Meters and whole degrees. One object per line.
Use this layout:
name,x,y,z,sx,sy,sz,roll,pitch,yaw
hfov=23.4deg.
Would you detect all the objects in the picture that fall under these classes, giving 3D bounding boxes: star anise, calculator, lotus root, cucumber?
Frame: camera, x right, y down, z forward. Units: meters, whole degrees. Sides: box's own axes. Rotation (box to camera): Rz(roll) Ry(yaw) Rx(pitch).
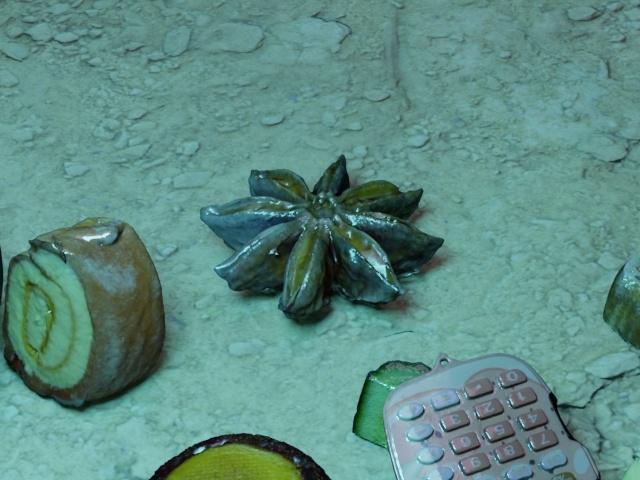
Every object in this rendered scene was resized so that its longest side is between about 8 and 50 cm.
star anise,-0.001,-0.001,2.047,0.331,0.117,0.332,4,36,-3
calculator,0.198,0.271,1.696,0.220,0.048,0.330,-16,65,-13
lotus root,0.426,0.074,1.960,0.112,0.081,0.122,-19,43,-28
cucumber,0.105,0.202,1.809,0.116,0.115,0.062,27,49,16

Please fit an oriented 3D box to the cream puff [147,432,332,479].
cream puff,-0.084,0.323,1.634,0.239,0.165,0.239,-5,40,4

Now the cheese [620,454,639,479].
cheese,0.383,0.317,1.643,0.094,0.123,0.167,4,37,-17

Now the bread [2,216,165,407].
bread,-0.290,0.079,1.891,0.190,0.244,0.123,29,39,26

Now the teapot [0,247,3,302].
teapot,-0.533,0.083,1.866,0.321,0.239,0.239,-20,39,-10
